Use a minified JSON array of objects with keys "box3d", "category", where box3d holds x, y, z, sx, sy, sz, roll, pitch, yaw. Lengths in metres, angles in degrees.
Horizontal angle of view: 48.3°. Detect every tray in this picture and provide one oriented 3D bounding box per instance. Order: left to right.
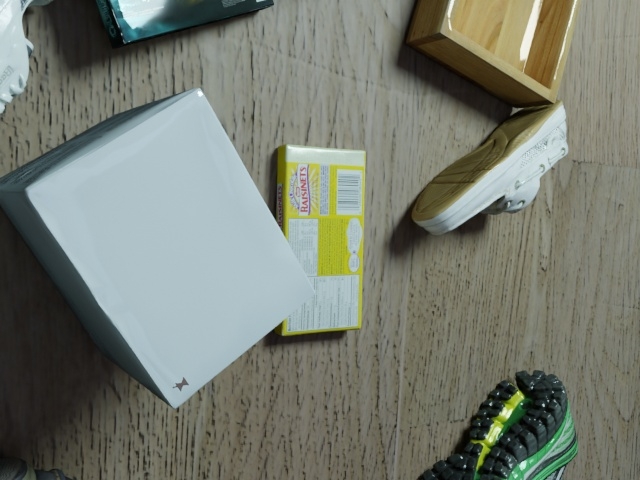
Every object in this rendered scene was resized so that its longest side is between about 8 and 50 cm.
[{"box3d":[0.255,-0.400,0.902,0.202,0.076,0.411,20,82,-31],"category":"tray"}]

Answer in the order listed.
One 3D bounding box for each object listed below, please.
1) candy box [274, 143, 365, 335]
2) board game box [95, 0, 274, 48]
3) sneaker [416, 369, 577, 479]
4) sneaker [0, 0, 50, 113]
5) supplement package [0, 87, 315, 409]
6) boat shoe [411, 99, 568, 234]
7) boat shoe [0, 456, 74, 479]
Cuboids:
[{"box3d":[0.000,0.000,0.797,0.105,0.027,0.206,0,93,-29],"category":"candy box"},{"box3d":[-0.135,-0.265,0.674,0.186,0.026,0.126,-30,109,-39],"category":"board game box"},{"box3d":[0.223,0.331,0.895,0.343,0.134,0.146,-41,113,-23],"category":"sneaker"},{"box3d":[-0.291,-0.124,0.580,0.094,0.090,0.235,22,83,-40],"category":"sneaker"},{"box3d":[-0.148,-0.001,0.603,0.149,0.203,0.194,-38,112,-24],"category":"supplement package"},{"box3d":[0.229,-0.074,0.892,0.277,0.098,0.096,-37,110,-26],"category":"boat shoe"},{"box3d":[-0.272,0.368,0.594,0.130,0.132,0.356,21,83,-31],"category":"boat shoe"}]
